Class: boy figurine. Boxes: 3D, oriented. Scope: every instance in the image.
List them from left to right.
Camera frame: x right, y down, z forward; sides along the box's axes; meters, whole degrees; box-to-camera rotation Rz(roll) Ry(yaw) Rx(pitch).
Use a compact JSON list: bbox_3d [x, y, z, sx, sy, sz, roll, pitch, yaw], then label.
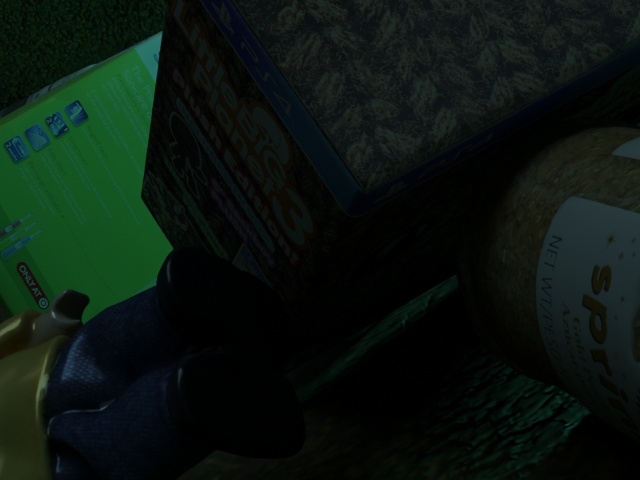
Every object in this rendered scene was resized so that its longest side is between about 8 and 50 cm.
[{"bbox_3d":[-0.141,0.118,0.645,0.285,0.092,0.177,-33,51,29],"label":"boy figurine"}]

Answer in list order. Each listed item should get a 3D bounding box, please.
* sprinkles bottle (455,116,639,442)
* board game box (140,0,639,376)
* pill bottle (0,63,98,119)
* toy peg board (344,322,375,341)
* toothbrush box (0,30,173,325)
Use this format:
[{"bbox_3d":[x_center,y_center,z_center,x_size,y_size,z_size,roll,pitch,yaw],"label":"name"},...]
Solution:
[{"bbox_3d":[0.154,0.029,0.399,0.121,0.121,0.355,-30,13,-8],"label":"sprinkles bottle"},{"bbox_3d":[0.047,-0.074,0.673,0.232,0.141,0.291,-29,-13,-19],"label":"board game box"},{"bbox_3d":[-0.317,-0.005,1.246,0.361,0.204,0.204,-25,14,10],"label":"pill bottle"},{"bbox_3d":[0.000,0.000,0.887,0.161,0.079,0.161,-12,21,47],"label":"toy peg board"},{"bbox_3d":[-0.180,-0.012,1.006,0.122,0.206,0.283,-15,19,44],"label":"toothbrush box"}]
